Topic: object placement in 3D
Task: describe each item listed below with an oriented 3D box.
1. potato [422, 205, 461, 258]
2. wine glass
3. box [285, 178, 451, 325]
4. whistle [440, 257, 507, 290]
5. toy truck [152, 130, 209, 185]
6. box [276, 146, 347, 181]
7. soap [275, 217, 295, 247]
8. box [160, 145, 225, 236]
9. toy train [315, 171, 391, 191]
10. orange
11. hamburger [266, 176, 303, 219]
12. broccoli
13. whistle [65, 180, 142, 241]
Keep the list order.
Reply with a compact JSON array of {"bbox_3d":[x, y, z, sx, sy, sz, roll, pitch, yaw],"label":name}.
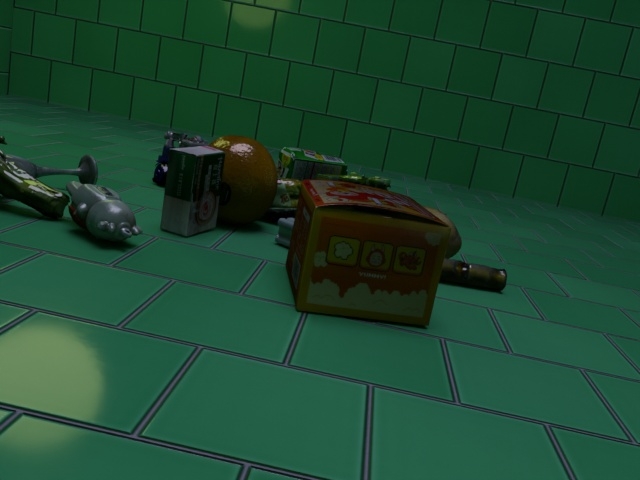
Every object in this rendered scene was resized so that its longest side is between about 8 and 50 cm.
[{"bbox_3d":[0.218,-0.020,1.635,0.296,0.141,0.192,11,30,-3],"label":"potato"},{"bbox_3d":[-0.796,-0.189,1.646,0.264,0.097,0.309,12,12,40],"label":"wine glass"},{"bbox_3d":[0.080,0.010,1.244,0.259,0.214,0.283,7,14,-9],"label":"box"},{"bbox_3d":[0.285,0.069,1.501,0.326,0.057,0.068,9,-31,-7],"label":"whistle"},{"bbox_3d":[-0.415,-0.246,1.962,0.161,0.177,0.213,-1,17,-45],"label":"toy truck"},{"bbox_3d":[-0.036,-0.213,2.135,0.249,0.180,0.103,4,19,-33],"label":"box"},{"bbox_3d":[0.000,0.000,1.523,0.198,0.067,0.119,21,15,36],"label":"soap"},{"bbox_3d":[-0.301,-0.120,1.485,0.081,0.199,0.135,18,17,18],"label":"box"},{"bbox_3d":[0.105,-0.142,2.014,0.271,0.159,0.188,-3,13,-43],"label":"toy train"},{"bbox_3d":[-0.219,-0.159,1.639,0.236,0.237,0.236,11,13,-3],"label":"orange"},{"bbox_3d":[-0.093,-0.126,1.824,0.235,0.125,0.214,3,13,15],"label":"hamburger"},{"bbox_3d":[-0.705,-0.121,1.396,0.274,0.177,0.198,36,-32,-19],"label":"broccoli"},{"bbox_3d":[-0.468,-0.064,1.320,0.253,0.106,0.102,35,-13,34],"label":"whistle"}]
